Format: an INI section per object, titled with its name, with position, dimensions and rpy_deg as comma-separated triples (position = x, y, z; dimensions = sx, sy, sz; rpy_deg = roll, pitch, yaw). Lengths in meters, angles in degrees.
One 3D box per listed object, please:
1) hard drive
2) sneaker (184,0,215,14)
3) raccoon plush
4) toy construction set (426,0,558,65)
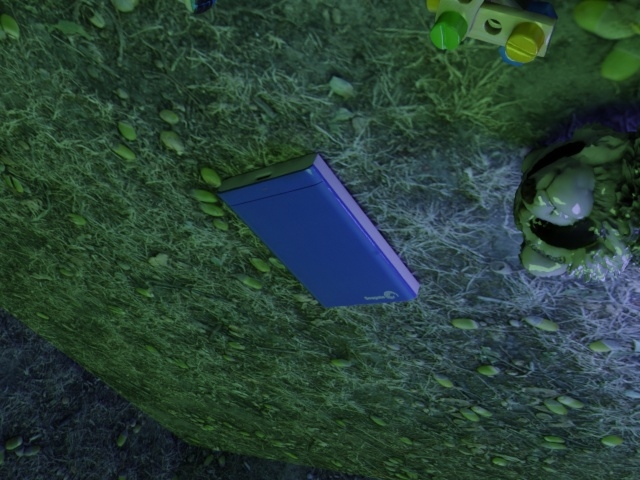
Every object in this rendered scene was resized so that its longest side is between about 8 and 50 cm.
[hard drive]
position = 0.000, 0.000, 1.025
dimensions = 0.210, 0.040, 0.319
rpy_deg = -10, 134, 39
[sneaker]
position = -0.142, -0.336, 0.641
dimensions = 0.082, 0.071, 0.191
rpy_deg = 24, 138, 11
[raccoon plush]
position = 0.422, -0.003, 0.650
dimensions = 0.446, 0.216, 0.299
rpy_deg = 25, 164, -16
[toy construction set]
position = 0.071, -0.277, 0.527
dimensions = 0.327, 0.151, 0.215
rpy_deg = 15, 153, 2
